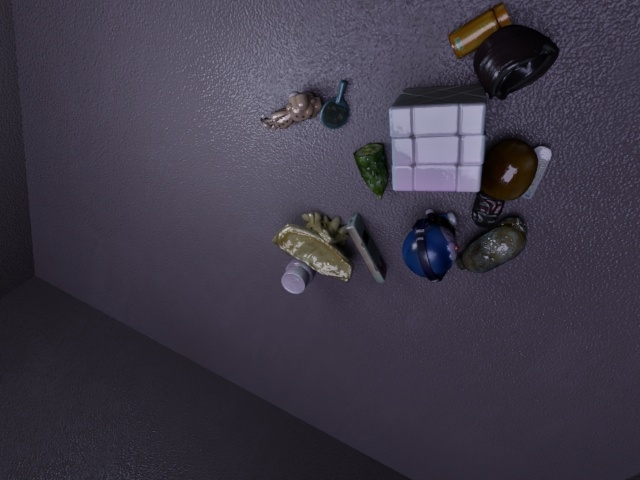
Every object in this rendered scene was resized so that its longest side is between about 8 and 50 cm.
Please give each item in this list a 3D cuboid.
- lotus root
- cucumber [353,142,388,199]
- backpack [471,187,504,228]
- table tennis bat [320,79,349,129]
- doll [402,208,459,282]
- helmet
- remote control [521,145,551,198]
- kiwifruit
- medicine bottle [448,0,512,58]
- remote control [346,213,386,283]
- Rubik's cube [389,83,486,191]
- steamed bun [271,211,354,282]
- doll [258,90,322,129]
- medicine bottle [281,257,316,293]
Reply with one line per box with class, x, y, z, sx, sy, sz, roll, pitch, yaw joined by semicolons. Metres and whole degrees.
lotus root;0.740;0.045;1.757;0.175;0.175;0.349;40;128;-7
cucumber;0.236;-0.291;1.763;0.134;0.134;0.245;-6;121;23
backpack;0.702;-0.131;1.698;0.119;0.106;0.165;6;120;12
table tennis bat;0.069;-0.564;1.689;0.124;0.033;0.201;8;119;-19
doll;0.482;0.023;1.751;0.239;0.310;0.285;-11;116;28
helmet;0.637;-0.610;1.357;0.177;0.305;0.225;57;137;12
remote control;0.841;-0.270;1.602;0.073;0.044;0.229;22;134;20
kiwifruit;0.720;-0.273;1.552;0.195;0.196;0.234;12;121;13
medicine bottle;0.548;-0.719;1.394;0.191;0.096;0.096;-24;110;31
remote control;0.228;0.042;1.956;0.050;0.145;0.344;-21;111;25
Rubik's cube;0.441;-0.384;1.507;0.318;0.322;0.316;3;123;20
steamed bun;0.000;0.000;1.982;0.427;0.189;0.247;26;123;-4
doll;-0.130;-0.545;1.722;0.277;0.154;0.120;-14;88;29
medicine bottle;-0.096;0.147;2.071;0.151;0.255;0.152;9;122;15
